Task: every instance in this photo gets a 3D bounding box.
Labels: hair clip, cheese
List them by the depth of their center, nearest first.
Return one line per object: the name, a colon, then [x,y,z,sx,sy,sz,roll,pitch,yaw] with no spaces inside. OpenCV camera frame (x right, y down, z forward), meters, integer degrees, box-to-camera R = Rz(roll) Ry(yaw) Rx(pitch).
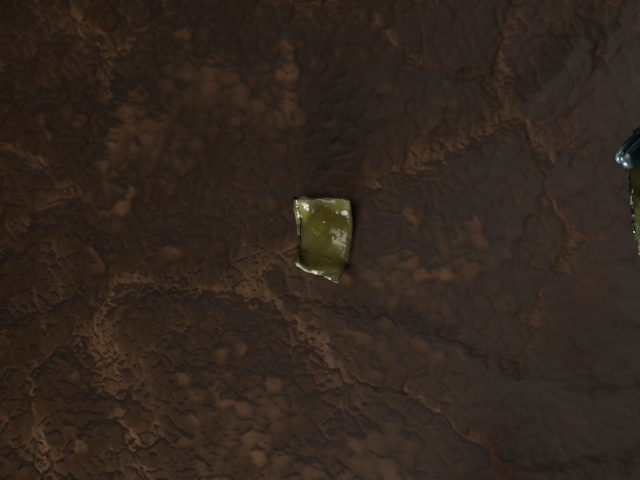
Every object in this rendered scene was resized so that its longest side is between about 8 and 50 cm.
hair clip: [0.297,-0.140,1.358,0.070,0.229,0.039,9,134,18]
cheese: [0.000,0.001,1.538,0.060,0.041,0.084,3,76,12]

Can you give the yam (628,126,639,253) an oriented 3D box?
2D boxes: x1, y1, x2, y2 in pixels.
yam: [0.416,-0.024,1.329,0.304,0.168,0.168,4,91,20]
